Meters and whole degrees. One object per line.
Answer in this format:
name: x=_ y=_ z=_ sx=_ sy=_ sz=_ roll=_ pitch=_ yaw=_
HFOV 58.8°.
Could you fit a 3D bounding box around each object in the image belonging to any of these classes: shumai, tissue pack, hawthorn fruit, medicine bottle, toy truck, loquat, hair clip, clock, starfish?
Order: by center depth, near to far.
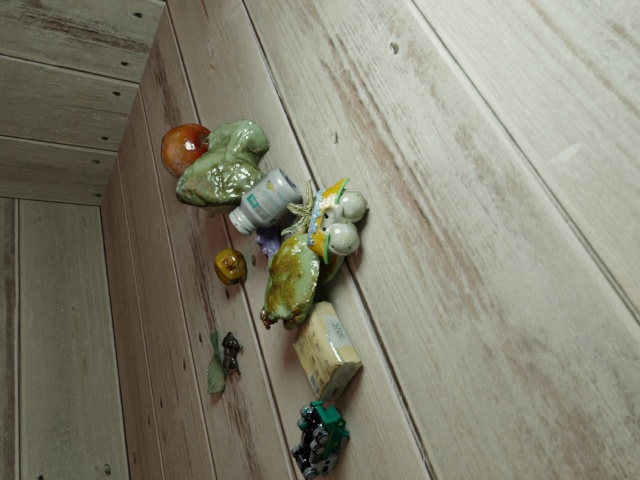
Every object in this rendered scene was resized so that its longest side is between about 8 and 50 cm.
clock: x=0.046 y=-0.050 z=1.485 sx=0.103 sy=0.144 sz=0.231 roll=-177 pitch=98 yaw=-85
toy truck: x=0.005 y=0.530 z=1.511 sx=0.110 sy=0.116 sz=0.216 roll=47 pitch=132 yaw=50
tissue pack: x=0.010 y=0.301 z=1.547 sx=0.222 sy=0.090 sz=0.186 roll=61 pitch=137 yaw=43
starfish: x=-0.040 y=-0.097 z=1.634 sx=0.208 sy=0.053 sz=0.176 roll=-9 pitch=69 yaw=49
medicine bottle: x=-0.175 y=-0.113 z=1.769 sx=0.215 sy=0.135 sz=0.135 roll=-39 pitch=48 yaw=8
hair clip: x=-0.154 y=0.036 z=1.815 sx=0.090 sy=0.137 sz=0.279 roll=-36 pitch=49 yaw=6
shumai: x=-0.333 y=-0.262 z=1.931 sx=0.292 sy=0.329 sz=0.289 roll=-156 pitch=61 yaw=-81
loquat: x=-0.328 y=0.098 z=2.077 sx=0.137 sy=0.113 sz=0.138 roll=7 pitch=101 yaw=37
hawthorn fruit: x=-0.531 y=-0.374 z=2.369 sx=0.231 sy=0.262 sz=0.235 roll=75 pitch=178 yaw=-45

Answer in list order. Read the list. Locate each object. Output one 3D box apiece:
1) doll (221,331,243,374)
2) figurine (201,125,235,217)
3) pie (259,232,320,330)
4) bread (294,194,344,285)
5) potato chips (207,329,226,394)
doll: x=-0.334 y=0.410 z=2.099 sx=0.165 sy=0.057 sz=0.139 roll=-170 pitch=84 yaw=-66
figurine: x=-0.378 y=-0.253 z=2.131 sx=0.205 sy=0.185 sz=0.333 roll=-72 pitch=0 yaw=-62
pie: x=-0.078 y=0.117 z=1.609 sx=0.257 sy=0.105 sz=0.275 roll=-17 pitch=62 yaw=56
bread: x=0.000 y=0.000 z=1.642 sx=0.266 sy=0.040 sz=0.267 roll=-12 pitch=76 yaw=55
potato chips: x=-0.409 y=0.475 z=2.206 sx=0.167 sy=0.059 sz=0.229 roll=25 pitch=112 yaw=62
